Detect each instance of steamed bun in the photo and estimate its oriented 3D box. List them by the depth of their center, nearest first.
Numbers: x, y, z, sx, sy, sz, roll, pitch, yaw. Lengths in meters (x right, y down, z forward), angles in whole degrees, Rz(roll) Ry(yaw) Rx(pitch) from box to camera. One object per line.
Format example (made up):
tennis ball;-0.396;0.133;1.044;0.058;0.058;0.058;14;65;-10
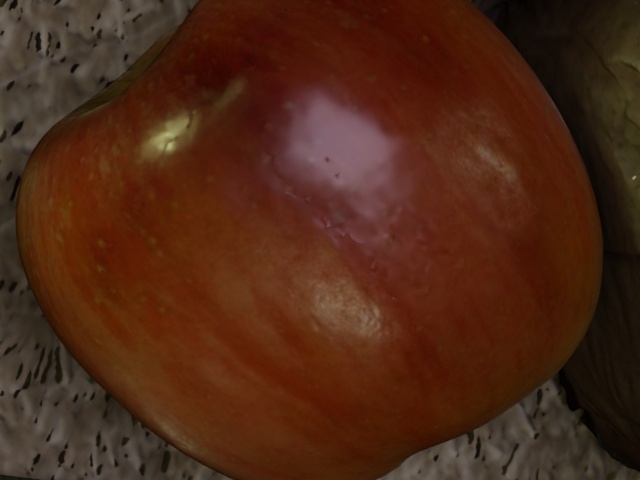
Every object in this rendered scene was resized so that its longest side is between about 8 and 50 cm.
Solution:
steamed bun;0.220;-0.017;0.893;0.199;0.251;0.301;-20;107;-15

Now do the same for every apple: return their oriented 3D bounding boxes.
apple;0.000;0.000;0.835;0.242;0.242;0.241;-45;99;-16

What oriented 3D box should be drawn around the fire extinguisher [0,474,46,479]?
fire extinguisher;-0.124;0.134;0.880;0.173;0.049;0.035;10;72;-18
